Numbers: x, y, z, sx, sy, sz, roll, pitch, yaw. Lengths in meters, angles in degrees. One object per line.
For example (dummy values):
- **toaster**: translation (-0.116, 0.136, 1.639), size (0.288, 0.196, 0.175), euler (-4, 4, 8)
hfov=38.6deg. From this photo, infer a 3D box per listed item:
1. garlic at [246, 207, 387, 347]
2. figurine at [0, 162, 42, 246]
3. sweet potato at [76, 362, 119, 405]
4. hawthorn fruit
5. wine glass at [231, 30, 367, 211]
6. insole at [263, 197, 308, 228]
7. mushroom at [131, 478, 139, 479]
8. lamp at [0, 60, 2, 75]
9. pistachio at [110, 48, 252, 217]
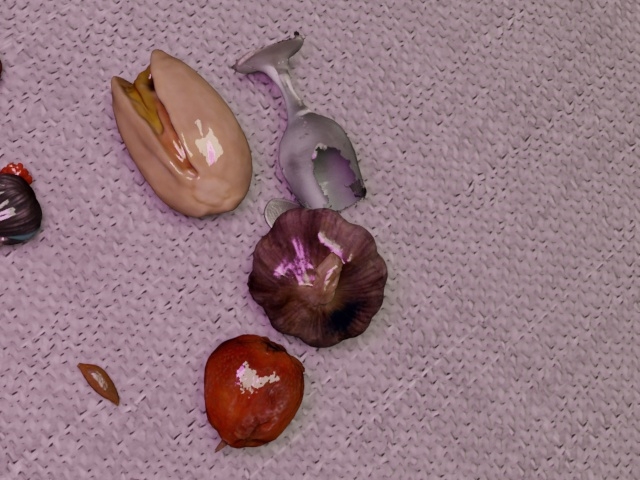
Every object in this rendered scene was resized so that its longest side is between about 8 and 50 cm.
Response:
- **garlic**: translation (-0.006, 0.069, 1.506), size (0.244, 0.160, 0.245), euler (2, 109, 6)
- **figurine**: translation (-0.568, -0.037, 1.454), size (0.245, 0.110, 0.138), euler (-21, 76, -23)
- **sweet potato**: translation (-0.357, 0.231, 1.485), size (0.034, 0.034, 0.095), euler (-45, 99, -17)
- **hawthorn fruit**: translation (-0.110, 0.242, 1.480), size (0.173, 0.173, 0.179), euler (-3, 104, -13)
- **wine glass**: translation (-0.030, -0.197, 1.600), size (0.143, 0.143, 0.321), euler (-25, 85, -16)
- **insole**: translation (0.000, 0.000, 1.627), size (0.232, 0.003, 0.080), euler (31, 73, -4)
- **mushroom**: translation (-0.358, 0.432, 1.432), size (0.202, 0.054, 0.059), euler (-17, 87, -21)
- **lamp**: translation (-0.584, -0.290, 1.525), size (0.101, 0.090, 0.101), euler (-16, 120, -30)
- **pistachio**: translation (-0.228, -0.177, 1.542), size (0.187, 0.187, 0.299), euler (-27, 78, -16)
